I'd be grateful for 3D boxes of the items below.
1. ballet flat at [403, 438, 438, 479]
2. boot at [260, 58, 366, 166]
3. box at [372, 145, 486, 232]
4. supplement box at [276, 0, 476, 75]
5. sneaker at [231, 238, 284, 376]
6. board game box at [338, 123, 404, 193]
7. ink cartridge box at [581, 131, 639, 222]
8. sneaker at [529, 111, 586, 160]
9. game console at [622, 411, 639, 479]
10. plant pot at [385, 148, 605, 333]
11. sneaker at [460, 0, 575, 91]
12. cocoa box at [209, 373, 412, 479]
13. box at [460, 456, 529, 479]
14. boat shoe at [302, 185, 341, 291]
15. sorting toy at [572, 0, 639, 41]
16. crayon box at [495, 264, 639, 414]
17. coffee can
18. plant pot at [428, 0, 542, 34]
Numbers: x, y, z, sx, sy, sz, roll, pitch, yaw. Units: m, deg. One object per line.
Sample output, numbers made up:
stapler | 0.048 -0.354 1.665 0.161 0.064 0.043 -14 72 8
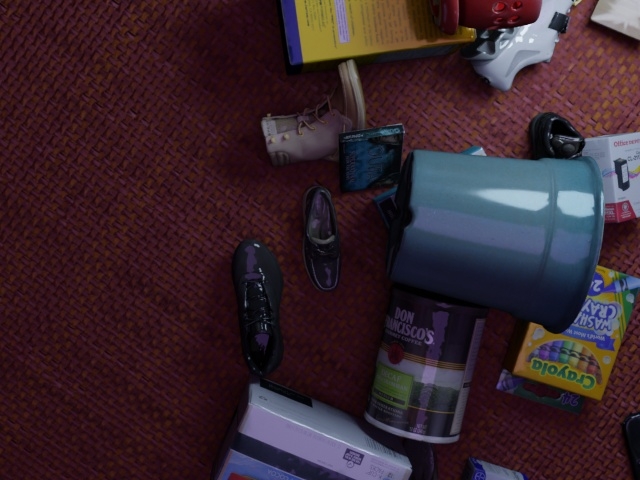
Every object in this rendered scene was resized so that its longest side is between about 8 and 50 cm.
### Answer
ballet flat | 0.223 0.530 1.858 0.084 0.058 0.250 -7 90 32
boot | -0.016 -0.239 1.692 0.203 0.262 0.095 -4 58 -1
box | 0.239 -0.095 1.793 0.244 0.060 0.100 -27 103 -1
supplement box | 0.098 -0.448 1.691 0.356 0.194 0.195 -8 95 -4
sneaker | -0.122 0.139 1.761 0.109 0.130 0.286 -9 94 -1
board game box | 0.100 -0.161 1.729 0.126 0.186 0.026 -10 62 -3
ink cartridge box | 0.608 -0.130 1.786 0.127 0.072 0.175 -13 97 -37
sneaker | 0.490 -0.150 1.777 0.087 0.130 0.227 -10 98 -1
game console | 0.827 0.472 1.830 0.293 0.173 0.250 -16 96 -3
plant pot | 0.308 -0.021 1.637 0.334 0.341 0.341 10 94 -1
sneaker | 0.442 -0.442 1.761 0.330 0.122 0.146 -44 119 4
cocoa box | -0.029 0.457 1.742 0.347 0.231 0.228 23 94 -5
box | 0.366 0.551 1.857 0.137 0.072 0.126 18 94 -6
boat shoe | 0.001 -0.001 1.783 0.080 0.073 0.223 -5 95 -3
sorting toy | 0.632 -0.490 1.790 0.274 0.046 0.132 24 93 5
crayon box | 0.521 0.200 1.831 0.203 0.083 0.323 17 94 -5
coffee can | 0.213 0.244 1.755 0.201 0.201 0.275 11 94 -5
plant pot | 0.278 -0.459 1.514 0.174 0.191 0.191 -9 95 0
